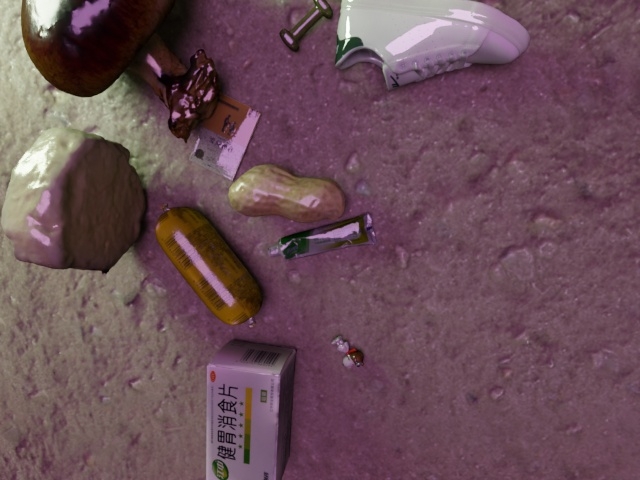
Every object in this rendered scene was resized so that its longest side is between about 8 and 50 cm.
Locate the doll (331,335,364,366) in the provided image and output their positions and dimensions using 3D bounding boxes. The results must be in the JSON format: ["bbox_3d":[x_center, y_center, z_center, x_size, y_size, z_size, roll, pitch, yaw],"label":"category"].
[{"bbox_3d":[0.067,0.263,0.958,0.058,0.040,0.085,-19,96,23],"label":"doll"}]

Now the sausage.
[{"bbox_3d":[-0.255,0.059,0.932,0.123,0.123,0.347,-36,92,14],"label":"sausage"}]

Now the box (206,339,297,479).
[{"bbox_3d":[-0.165,0.422,0.970,0.173,0.145,0.332,6,101,11],"label":"box"}]

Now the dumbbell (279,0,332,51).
[{"bbox_3d":[-0.030,-0.453,0.845,0.118,0.046,0.052,-40,97,14],"label":"dumbbell"}]

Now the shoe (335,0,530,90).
[{"bbox_3d":[0.197,-0.365,0.781,0.363,0.132,0.160,18,102,11],"label":"shoe"}]

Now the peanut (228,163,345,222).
[{"bbox_3d":[-0.073,-0.102,0.880,0.257,0.123,0.123,5,101,6],"label":"peanut"}]

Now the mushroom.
[{"bbox_3d":[-0.393,-0.438,0.838,0.334,0.357,0.330,47,118,42],"label":"mushroom"}]

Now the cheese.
[{"bbox_3d":[-0.496,-0.070,0.851,0.115,0.326,0.317,8,137,7],"label":"cheese"}]

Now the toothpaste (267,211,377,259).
[{"bbox_3d":[0.000,0.000,0.921,0.248,0.047,0.077,-14,101,9],"label":"toothpaste"}]

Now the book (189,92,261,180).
[{"bbox_3d":[-0.221,-0.238,0.932,0.118,0.012,0.172,26,103,4],"label":"book"}]
